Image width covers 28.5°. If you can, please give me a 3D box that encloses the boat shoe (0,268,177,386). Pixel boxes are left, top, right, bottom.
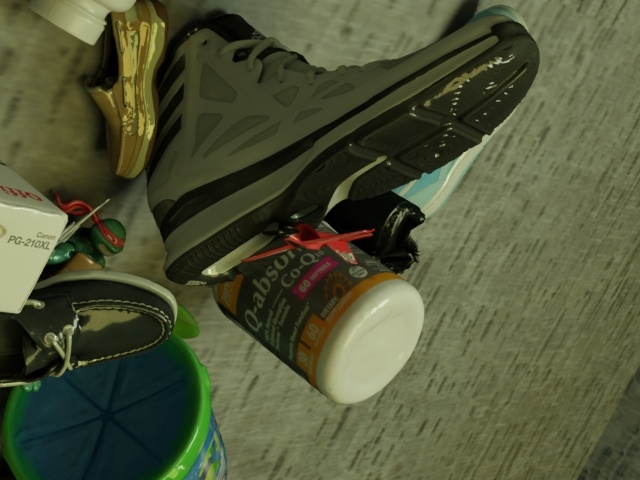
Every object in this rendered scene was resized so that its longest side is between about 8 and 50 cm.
[{"bbox_3d":[-0.287,0.097,1.221,0.303,0.091,0.114,-5,125,-9],"label":"boat shoe"}]

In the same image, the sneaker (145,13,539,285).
[{"bbox_3d":[-0.017,-0.160,1.266,0.448,0.257,0.169,-30,159,23],"label":"sneaker"}]

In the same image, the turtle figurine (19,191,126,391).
[{"bbox_3d":[-0.264,0.052,1.317,0.234,0.118,0.175,-44,122,11],"label":"turtle figurine"}]

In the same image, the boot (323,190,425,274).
[{"bbox_3d":[0.029,-0.084,1.487,0.094,0.207,0.246,-40,144,-22],"label":"boot"}]

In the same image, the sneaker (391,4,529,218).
[{"bbox_3d":[0.142,-0.176,1.624,0.208,0.127,0.319,14,107,-57],"label":"sneaker"}]

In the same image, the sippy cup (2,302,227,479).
[{"bbox_3d":[-0.212,0.236,1.449,0.305,0.240,0.224,-43,149,-12],"label":"sippy cup"}]

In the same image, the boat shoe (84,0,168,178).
[{"bbox_3d":[-0.206,-0.152,1.271,0.072,0.068,0.189,-6,115,-35],"label":"boat shoe"}]

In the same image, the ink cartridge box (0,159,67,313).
[{"bbox_3d":[-0.347,-0.046,1.015,0.172,0.237,0.100,13,109,-55],"label":"ink cartridge box"}]

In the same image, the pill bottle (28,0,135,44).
[{"bbox_3d":[-0.193,-0.268,1.143,0.169,0.094,0.094,-59,147,5],"label":"pill bottle"}]

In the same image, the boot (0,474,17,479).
[{"bbox_3d":[-0.410,0.370,1.448,0.207,0.090,0.248,-7,130,-54],"label":"boot"}]

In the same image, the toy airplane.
[{"bbox_3d":[0.000,0.000,1.267,0.151,0.151,0.028,15,66,-56],"label":"toy airplane"}]

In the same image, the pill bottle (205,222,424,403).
[{"bbox_3d":[-0.027,0.055,1.474,0.162,0.278,0.162,-33,141,-31],"label":"pill bottle"}]
